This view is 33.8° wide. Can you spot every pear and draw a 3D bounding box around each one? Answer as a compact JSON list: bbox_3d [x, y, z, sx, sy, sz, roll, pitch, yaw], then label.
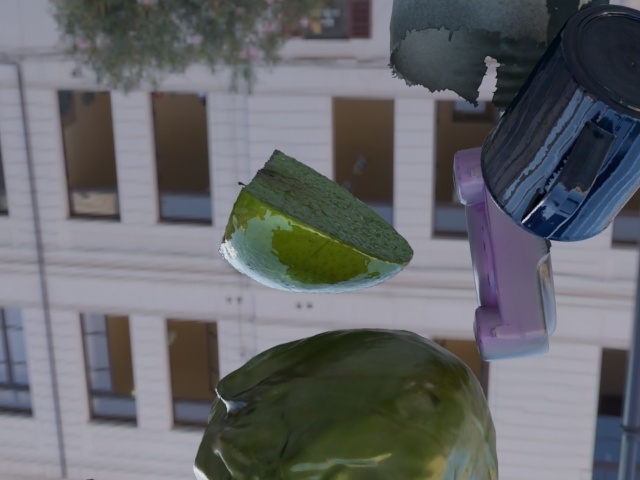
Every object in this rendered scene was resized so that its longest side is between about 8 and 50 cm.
[{"bbox_3d":[-0.002,0.004,1.374,0.239,0.139,0.288,21,-165,0],"label":"pear"}]

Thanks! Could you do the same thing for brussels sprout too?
[{"bbox_3d":[0.038,0.227,1.136,0.327,0.247,0.328,-16,-162,5],"label":"brussels sprout"}]

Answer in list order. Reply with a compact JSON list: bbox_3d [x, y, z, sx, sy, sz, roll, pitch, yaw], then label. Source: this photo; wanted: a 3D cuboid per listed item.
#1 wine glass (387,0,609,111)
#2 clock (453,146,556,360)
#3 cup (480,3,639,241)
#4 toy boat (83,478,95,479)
[{"bbox_3d":[0.173,-0.287,0.930,0.190,0.357,0.190,10,168,2],"label":"wine glass"},{"bbox_3d":[0.207,0.014,1.161,0.090,0.228,0.248,-7,176,11],"label":"clock"},{"bbox_3d":[0.193,-0.069,0.742,0.113,0.138,0.150,5,-123,-14],"label":"cup"},{"bbox_3d":[-0.368,0.459,1.630,0.080,0.229,0.046,24,-145,22],"label":"toy boat"}]
